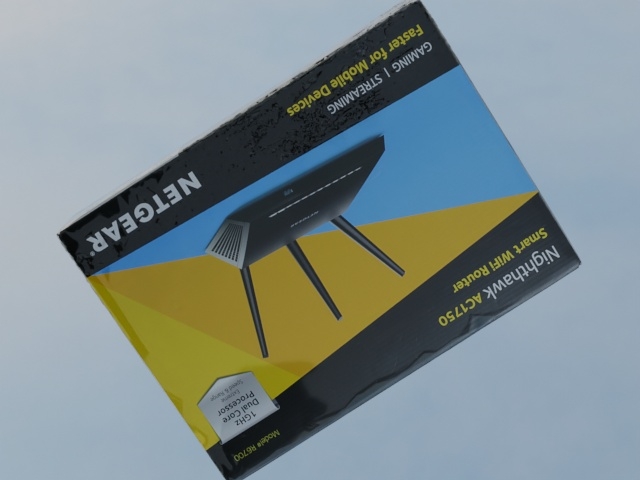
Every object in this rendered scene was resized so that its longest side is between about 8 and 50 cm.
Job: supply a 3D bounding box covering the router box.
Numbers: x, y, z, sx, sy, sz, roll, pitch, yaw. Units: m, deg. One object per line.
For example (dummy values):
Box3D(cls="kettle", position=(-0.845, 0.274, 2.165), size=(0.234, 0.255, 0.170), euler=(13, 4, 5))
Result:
Box3D(cls="router box", position=(0.000, 0.000, 0.580), size=(0.179, 0.133, 0.046), euler=(-33, -170, 4))
